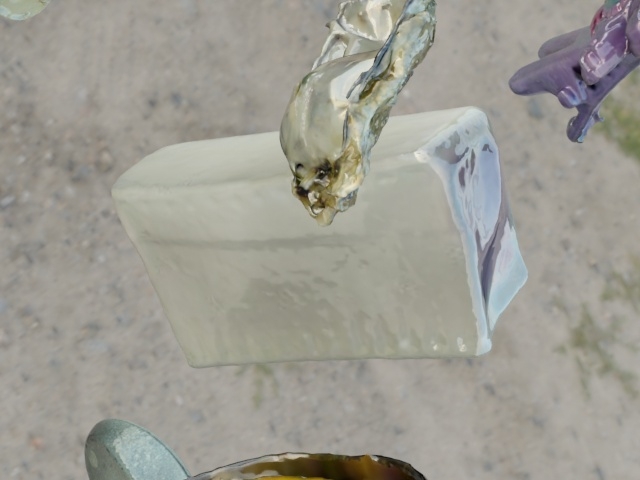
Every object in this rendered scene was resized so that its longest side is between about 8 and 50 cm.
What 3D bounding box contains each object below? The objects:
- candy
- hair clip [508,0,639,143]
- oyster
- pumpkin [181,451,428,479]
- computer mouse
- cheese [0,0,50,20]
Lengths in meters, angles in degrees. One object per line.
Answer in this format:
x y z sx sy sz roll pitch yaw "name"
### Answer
0.000 -0.003 1.357 0.145 0.358 0.208 -49 126 -50 "candy"
0.240 -0.160 1.173 0.090 0.278 0.137 40 62 -1 "hair clip"
0.020 -0.086 0.777 0.053 0.108 0.166 44 70 -31 "oyster"
-0.011 0.286 1.019 0.256 0.303 0.225 -14 109 -16 "pumpkin"
-0.135 0.243 1.290 0.068 0.113 0.229 -16 48 -30 "computer mouse"
-0.378 -0.342 1.599 0.227 0.064 0.137 56 19 18 "cheese"
